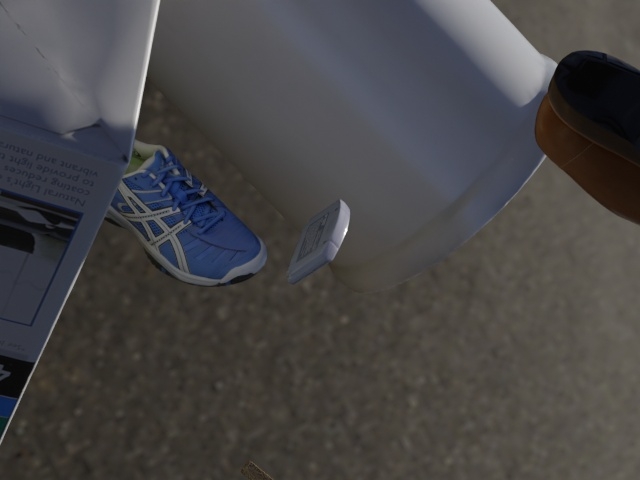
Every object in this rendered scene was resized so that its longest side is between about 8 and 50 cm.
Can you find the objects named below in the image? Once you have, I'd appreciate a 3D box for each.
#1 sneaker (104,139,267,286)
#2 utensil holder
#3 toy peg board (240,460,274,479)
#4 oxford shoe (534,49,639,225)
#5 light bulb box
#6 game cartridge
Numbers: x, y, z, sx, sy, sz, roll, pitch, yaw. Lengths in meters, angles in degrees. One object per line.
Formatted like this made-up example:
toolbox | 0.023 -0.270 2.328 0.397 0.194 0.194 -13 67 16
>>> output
sneaker | -0.140 -0.031 1.731 0.211 0.081 0.080 30 57 17
utensil holder | 0.014 -0.188 1.983 0.385 0.327 0.327 44 24 -17
toy peg board | -0.015 0.311 1.878 0.160 0.079 0.161 36 -7 25
oxford shoe | 0.220 -0.027 1.137 0.212 0.076 0.076 38 54 11
light bulb box | -0.264 -0.086 1.326 0.225 0.361 0.358 18 44 -13
game cartridge | 0.000 0.000 1.708 0.017 0.056 0.083 40 37 -16
